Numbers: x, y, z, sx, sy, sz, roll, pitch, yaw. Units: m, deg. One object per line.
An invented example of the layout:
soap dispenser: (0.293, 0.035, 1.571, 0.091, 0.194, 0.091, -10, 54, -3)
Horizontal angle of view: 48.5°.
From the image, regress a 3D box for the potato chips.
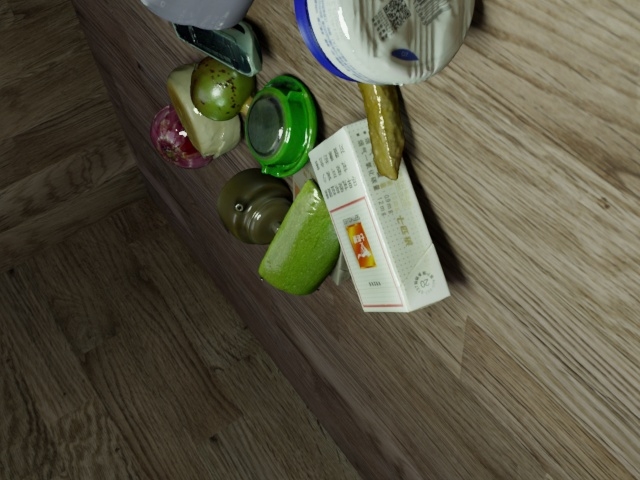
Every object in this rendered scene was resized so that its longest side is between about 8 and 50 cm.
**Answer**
potato chips: (0.064, -0.287, 1.089, 0.057, 0.080, 0.407, 8, 126, 47)

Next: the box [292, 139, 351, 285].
box: (0.008, -0.063, 1.628, 0.205, 0.051, 0.365, 51, 160, 24)

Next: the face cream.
face cream: (0.080, -0.286, 0.831, 0.111, 0.206, 0.206, 26, 143, 55)

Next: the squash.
squash: (0.000, 0.000, 1.615, 0.111, 0.203, 0.289, 49, 124, 27)

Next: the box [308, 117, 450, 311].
box: (0.098, -0.037, 1.278, 0.210, 0.095, 0.331, 162, 90, -72)

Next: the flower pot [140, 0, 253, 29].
flower pot: (-0.173, -0.509, 1.125, 0.265, 0.265, 0.243, 60, 151, -2)

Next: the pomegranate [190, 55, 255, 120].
pomegranate: (-0.206, -0.343, 1.638, 0.205, 0.159, 0.159, 36, 164, -8)

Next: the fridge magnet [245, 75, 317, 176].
fridge magnet: (-0.084, -0.234, 1.465, 0.208, 0.088, 0.208, 5, 96, 50)

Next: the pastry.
pastry: (-0.311, -0.350, 1.897, 0.265, 0.133, 0.265, 52, 161, 25)

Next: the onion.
onion: (-0.400, -0.314, 2.145, 0.200, 0.200, 0.208, 20, 125, 63)

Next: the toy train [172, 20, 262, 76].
toy train: (-0.212, -0.448, 1.550, 0.407, 0.088, 0.087, 40, 155, 46)

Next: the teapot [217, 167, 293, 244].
teapot: (-0.140, -0.065, 1.829, 0.267, 0.186, 0.175, 21, -161, -50)
